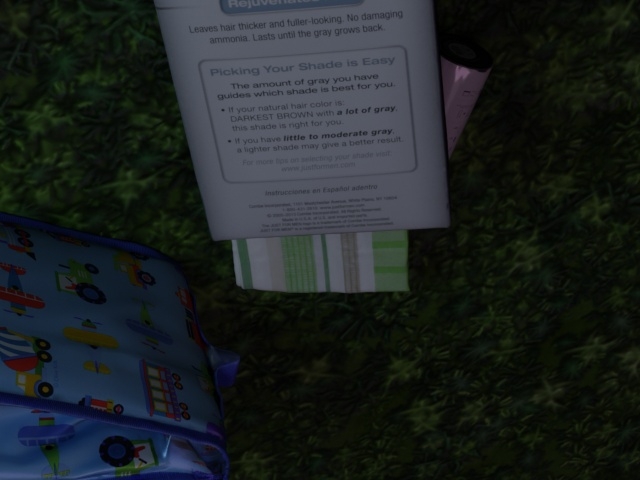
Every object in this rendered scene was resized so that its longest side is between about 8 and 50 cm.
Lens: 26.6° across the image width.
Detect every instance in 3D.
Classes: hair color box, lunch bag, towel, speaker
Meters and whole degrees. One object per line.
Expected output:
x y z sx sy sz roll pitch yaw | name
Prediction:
-0.014 -0.175 0.934 0.185 0.113 0.374 -3 133 7 | hair color box
-0.201 0.084 1.045 0.293 0.221 0.138 5 127 -23 | lunch bag
0.000 0.000 1.151 0.152 0.023 0.113 1 135 5 | towel
0.091 -0.097 1.109 0.055 0.055 0.136 5 127 -24 | speaker
